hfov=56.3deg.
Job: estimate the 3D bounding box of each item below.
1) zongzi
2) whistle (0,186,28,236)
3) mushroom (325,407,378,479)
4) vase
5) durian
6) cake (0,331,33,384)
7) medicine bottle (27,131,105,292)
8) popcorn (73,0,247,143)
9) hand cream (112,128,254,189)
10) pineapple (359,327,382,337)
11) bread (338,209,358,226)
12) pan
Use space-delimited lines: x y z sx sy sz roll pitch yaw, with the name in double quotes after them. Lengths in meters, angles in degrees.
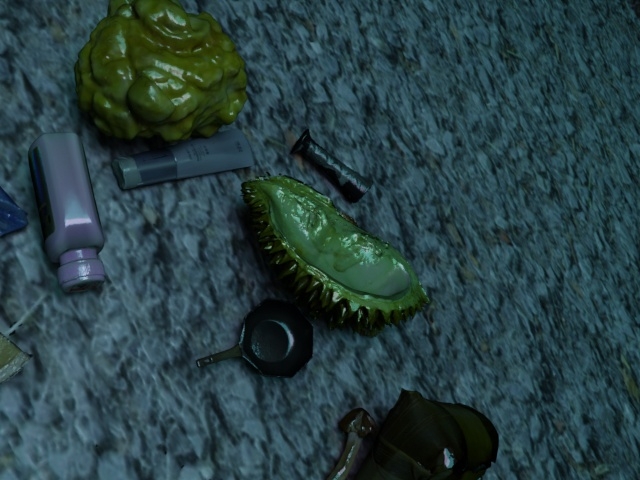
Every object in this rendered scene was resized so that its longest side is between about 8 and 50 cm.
0.149 0.413 1.012 0.289 0.318 0.154 28 14 -51 "zongzi"
-0.534 -0.126 0.835 0.304 0.062 0.062 49 55 -5 "whistle"
0.035 0.361 0.980 0.060 0.061 0.187 37 61 -8 "mushroom"
0.022 -0.145 1.171 0.167 0.059 0.059 38 56 -13 "vase"
0.022 0.027 1.015 0.394 0.163 0.198 40 77 -5 "durian"
-0.442 0.131 0.772 0.065 0.052 0.121 -49 117 -28 "cake"
-0.364 -0.038 0.865 0.078 0.115 0.219 -8 76 -34 "medicine bottle"
-0.261 -0.269 0.951 0.241 0.235 0.250 29 37 17 "popcorn"
-0.228 -0.142 1.031 0.255 0.048 0.080 -19 84 -38 "hand cream"
0.082 0.155 1.111 0.083 0.019 0.045 40 53 -14 "pineapple"
0.000 0.000 1.109 0.129 0.044 0.126 23 74 -21 "bread"
-0.109 0.158 0.978 0.201 0.048 0.129 14 63 -27 "pan"
